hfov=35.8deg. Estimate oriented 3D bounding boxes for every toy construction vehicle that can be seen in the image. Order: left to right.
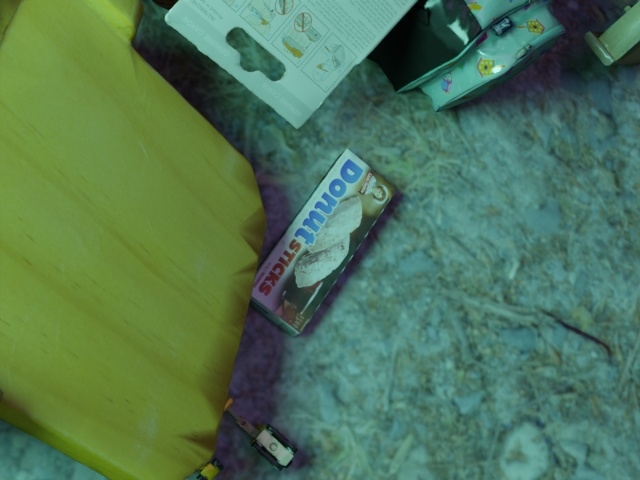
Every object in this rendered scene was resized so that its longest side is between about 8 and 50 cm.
[{"bbox_3d":[-0.069,0.189,0.830,0.098,0.035,0.086,41,75,-4],"label":"toy construction vehicle"}]

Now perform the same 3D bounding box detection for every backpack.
[{"bbox_3d":[0.156,-0.224,0.966,0.144,0.166,0.188,48,67,-6],"label":"backpack"}]

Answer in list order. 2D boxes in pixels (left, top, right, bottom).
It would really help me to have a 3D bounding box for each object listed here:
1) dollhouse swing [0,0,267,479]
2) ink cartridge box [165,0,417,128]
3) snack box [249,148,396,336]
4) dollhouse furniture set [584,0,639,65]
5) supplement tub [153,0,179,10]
[{"bbox_3d":[-0.254,-0.001,0.730,0.315,0.305,0.347,-3,55,21],"label":"dollhouse swing"},{"bbox_3d":[-0.004,-0.226,0.813,0.225,0.056,0.181,-46,135,9],"label":"ink cartridge box"},{"bbox_3d":[0.000,0.000,0.916,0.064,0.022,0.178,38,65,-7],"label":"snack box"},{"bbox_3d":[0.312,-0.332,1.068,0.212,0.161,0.242,-15,66,-55],"label":"dollhouse furniture set"},{"bbox_3d":[-0.071,-0.366,0.877,0.193,0.193,0.316,1,90,-22],"label":"supplement tub"}]
